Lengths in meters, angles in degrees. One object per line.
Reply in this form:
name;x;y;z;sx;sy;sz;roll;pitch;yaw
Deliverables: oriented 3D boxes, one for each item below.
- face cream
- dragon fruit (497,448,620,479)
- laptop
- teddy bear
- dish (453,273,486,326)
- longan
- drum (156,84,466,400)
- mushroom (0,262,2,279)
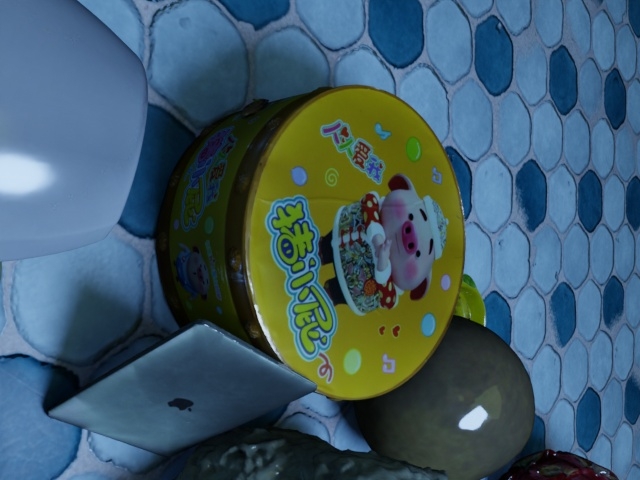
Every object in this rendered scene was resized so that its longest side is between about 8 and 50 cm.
face cream;-0.343;-0.134;0.500;0.357;0.219;0.312;16;53;-35
dragon fruit;0.512;0.600;1.262;0.329;0.329;0.329;-1;91;-42
laptop;-0.160;0.183;0.690;0.187;0.269;0.015;38;33;-36
teddy bear;-0.012;0.347;0.741;0.357;0.367;0.224;3;83;-44
dish;0.245;0.151;1.161;0.149;0.080;0.207;-22;107;-36
longan;0.202;0.264;0.986;0.297;0.297;0.297;-1;91;-42
drum;0.000;0.000;0.844;0.431;0.214;0.431;-2;93;-42
mushroom;-0.377;0.118;0.591;0.100;0.081;0.312;10;82;-49
